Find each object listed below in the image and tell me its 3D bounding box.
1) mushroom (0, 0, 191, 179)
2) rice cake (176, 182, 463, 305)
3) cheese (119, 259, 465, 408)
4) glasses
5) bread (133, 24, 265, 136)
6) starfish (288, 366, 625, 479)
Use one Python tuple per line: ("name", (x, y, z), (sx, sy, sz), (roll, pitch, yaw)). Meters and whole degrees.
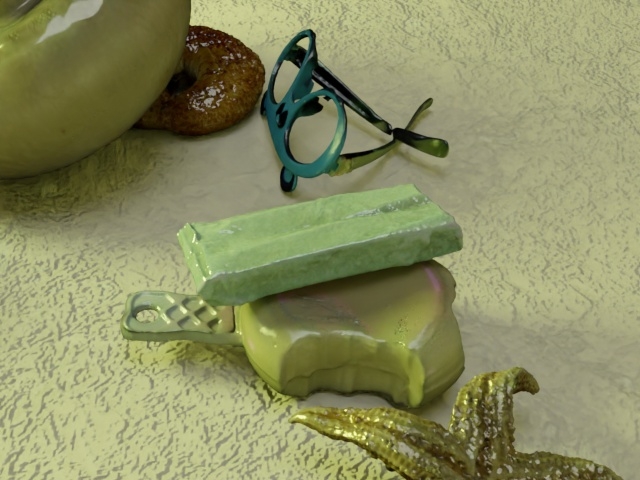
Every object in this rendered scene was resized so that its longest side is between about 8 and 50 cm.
("mushroom", (-0.313, -0.239, 0.984), (0.362, 0.295, 0.362), (-9, 51, 11))
("rice cake", (0.000, 0.000, 0.819), (0.226, 0.040, 0.085), (-12, 38, -12))
("cheese", (-0.024, 0.069, 0.831), (0.286, 0.082, 0.163), (-1, 39, -1))
("glasses", (0.043, -0.150, 1.076), (0.206, 0.102, 0.239), (-7, 41, -12))
("bread", (-0.158, -0.189, 1.142), (0.193, 0.064, 0.193), (2, 43, -2))
("starfish", (0.106, 0.185, 0.707), (0.277, 0.062, 0.236), (18, 54, -2))
